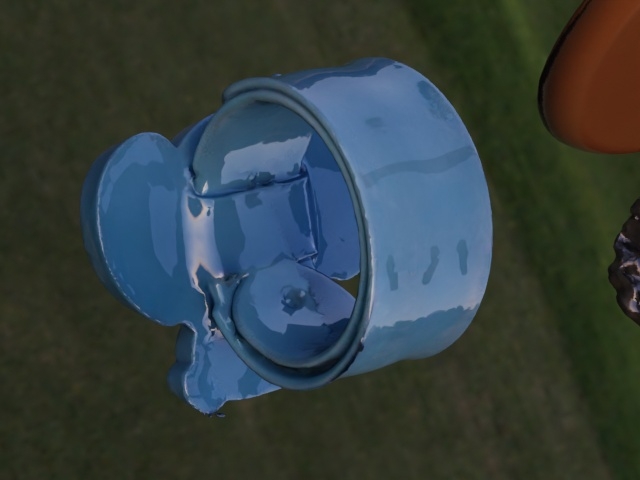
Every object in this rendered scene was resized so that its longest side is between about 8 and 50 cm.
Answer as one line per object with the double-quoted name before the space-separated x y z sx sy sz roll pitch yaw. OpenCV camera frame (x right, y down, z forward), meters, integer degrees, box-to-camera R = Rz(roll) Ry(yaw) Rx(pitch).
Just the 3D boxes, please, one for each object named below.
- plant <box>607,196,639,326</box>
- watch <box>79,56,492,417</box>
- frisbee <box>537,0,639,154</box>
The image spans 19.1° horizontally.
"plant" 0.294 0.023 1.206 0.142 0.164 0.256 33 19 37
"watch" 0.000 0.000 1.040 0.211 0.193 0.211 -1 91 -38
"frisbee" 0.224 -0.124 0.983 0.021 0.251 0.251 59 13 24
